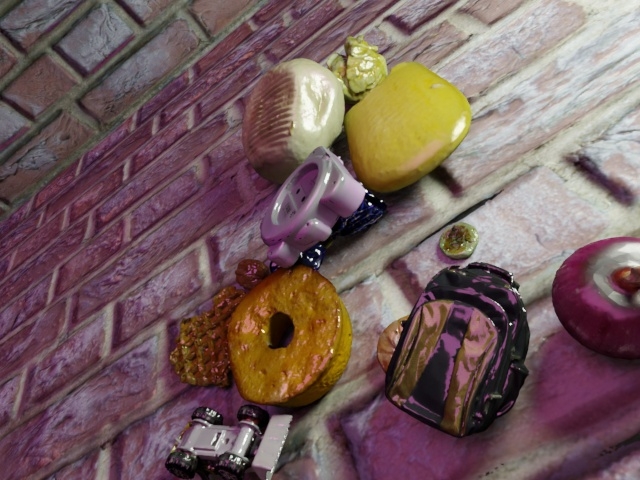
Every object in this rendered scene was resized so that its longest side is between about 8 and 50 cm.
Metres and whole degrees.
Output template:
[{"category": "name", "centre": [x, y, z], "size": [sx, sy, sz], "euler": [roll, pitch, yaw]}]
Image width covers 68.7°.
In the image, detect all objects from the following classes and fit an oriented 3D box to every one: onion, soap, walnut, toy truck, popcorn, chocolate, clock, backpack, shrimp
[{"category": "onion", "centre": [0.417, 0.076, 0.648], "size": [0.177, 0.153, 0.177], "euler": [-36, 32, 26]}, {"category": "soap", "centre": [0.202, -0.277, 1.149], "size": [0.306, 0.115, 0.427], "euler": [-31, 36, 17]}, {"category": "walnut", "centre": [-0.172, 0.087, 1.181], "size": [0.096, 0.083, 0.078], "euler": [9, 90, 41]}, {"category": "toy truck", "centre": [-0.170, 0.394, 0.889], "size": [0.286, 0.111, 0.136], "euler": [-11, 34, 29]}, {"category": "popcorn", "centre": [0.099, -0.485, 1.378], "size": [0.188, 0.167, 0.185], "euler": [-16, 55, 40]}, {"category": "chocolate", "centre": [-0.004, 0.003, 1.099], "size": [0.343, 0.126, 0.148], "euler": [-45, 76, 9]}, {"category": "clock", "centre": [-0.032, -0.074, 1.022], "size": [0.248, 0.090, 0.227], "euler": [-49, 29, 14]}, {"category": "backpack", "centre": [0.220, 0.154, 0.722], "size": [0.206, 0.133, 0.258], "euler": [17, 85, 35]}, {"category": "shrimp", "centre": [0.205, 0.175, 0.812], "size": [0.236, 0.053, 0.132], "euler": [-26, 47, 19]}]

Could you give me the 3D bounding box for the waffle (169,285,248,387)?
[{"category": "waffle", "centre": [-0.257, 0.229, 1.148], "size": [0.291, 0.051, 0.291], "euler": [-23, 44, 25]}]

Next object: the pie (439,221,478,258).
[{"category": "pie", "centre": [0.275, 0.001, 0.928], "size": [0.085, 0.017, 0.085], "euler": [-23, 45, 24]}]

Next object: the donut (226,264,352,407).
[{"category": "donut", "centre": [-0.060, 0.201, 0.967], "size": [0.303, 0.110, 0.302], "euler": [-22, 47, 25]}]

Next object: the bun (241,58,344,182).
[{"category": "bun", "centre": [-0.070, -0.324, 1.326], "size": [0.361, 0.213, 0.360], "euler": [-18, 67, 50]}]
